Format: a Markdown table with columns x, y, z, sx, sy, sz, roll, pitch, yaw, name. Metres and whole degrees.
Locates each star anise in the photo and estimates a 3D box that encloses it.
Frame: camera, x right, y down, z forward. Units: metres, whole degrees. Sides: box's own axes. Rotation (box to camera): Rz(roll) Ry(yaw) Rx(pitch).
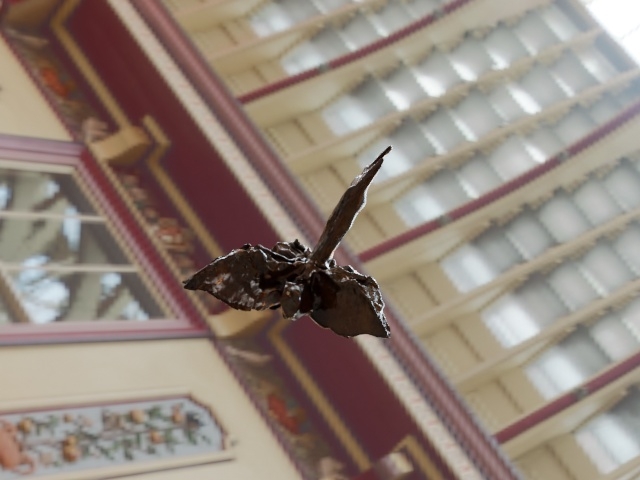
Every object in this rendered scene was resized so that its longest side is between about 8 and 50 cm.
| x | y | z | sx | sy | sz | roll | pitch | yaw | name |
| --- | --- | --- | --- | --- | --- | --- | --- | --- | --- |
| -0.002 | -0.003 | 1.137 | 0.158 | 0.140 | 0.144 | 15 | -77 | 13 | star anise |
